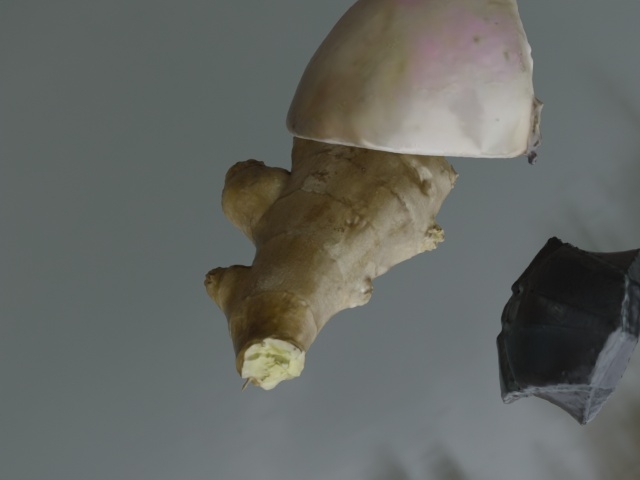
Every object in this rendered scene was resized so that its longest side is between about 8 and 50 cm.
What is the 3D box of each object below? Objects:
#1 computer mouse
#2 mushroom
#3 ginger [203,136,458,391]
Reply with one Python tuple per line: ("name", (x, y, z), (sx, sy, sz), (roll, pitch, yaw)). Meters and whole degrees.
("computer mouse", (0.136, 0.049, 1.083), (0.062, 0.106, 0.192), (17, 176, -8))
("mushroom", (0.059, -0.165, 1.594), (0.173, 0.236, 0.162), (0, 101, -30))
("ginger", (-0.019, -0.016, 1.981), (0.375, 0.236, 0.166), (-37, 165, -44))
